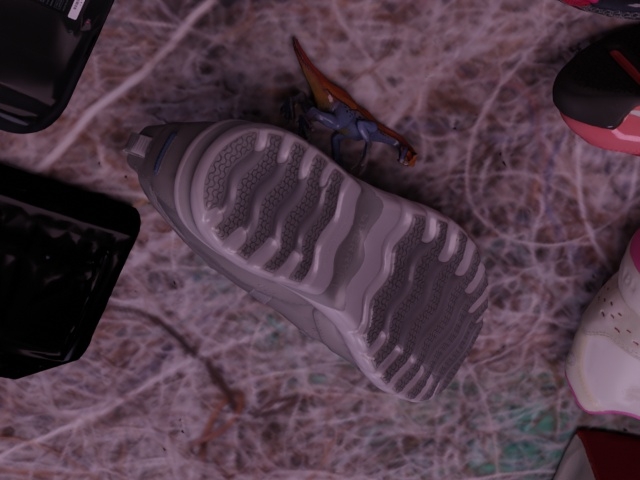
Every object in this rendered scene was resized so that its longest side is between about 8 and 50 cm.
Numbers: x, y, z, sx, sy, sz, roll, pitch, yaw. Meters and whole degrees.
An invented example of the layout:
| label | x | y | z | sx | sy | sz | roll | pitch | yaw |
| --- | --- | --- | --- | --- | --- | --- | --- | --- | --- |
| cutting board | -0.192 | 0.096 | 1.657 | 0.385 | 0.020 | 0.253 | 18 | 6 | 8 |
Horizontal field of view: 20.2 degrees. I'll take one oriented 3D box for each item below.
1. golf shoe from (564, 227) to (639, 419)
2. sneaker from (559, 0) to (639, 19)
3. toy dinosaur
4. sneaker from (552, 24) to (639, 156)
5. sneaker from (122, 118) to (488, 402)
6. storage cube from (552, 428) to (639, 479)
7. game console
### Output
| label | x | y | z | sx | sy | sz | roll | pitch | yaw |
| --- | --- | --- | --- | --- | --- | --- | --- | --- | --- |
| golf shoe | 0.296 | 0.099 | 1.162 | 0.306 | 0.115 | 0.140 | 28 | 122 | -15 |
| sneaker | 0.244 | -0.158 | 0.994 | 0.299 | 0.112 | 0.121 | -2 | 119 | -9 |
| toy dinosaur | 0.022 | -0.069 | 1.052 | 0.082 | 0.047 | 0.090 | -2 | 110 | -30 |
| sneaker | 0.284 | -0.041 | 1.066 | 0.313 | 0.116 | 0.136 | 5 | 120 | -12 |
| sneaker | 0.000 | 0.000 | 1.061 | 0.105 | 0.115 | 0.281 | -56 | 134 | -9 |
| storage cube | 0.245 | 0.260 | 1.192 | 0.193 | 0.184 | 0.215 | 11 | 118 | -13 |
| game console | -0.180 | -0.082 | 1.011 | 0.213 | 0.044 | 0.361 | 19 | 115 | -20 |
